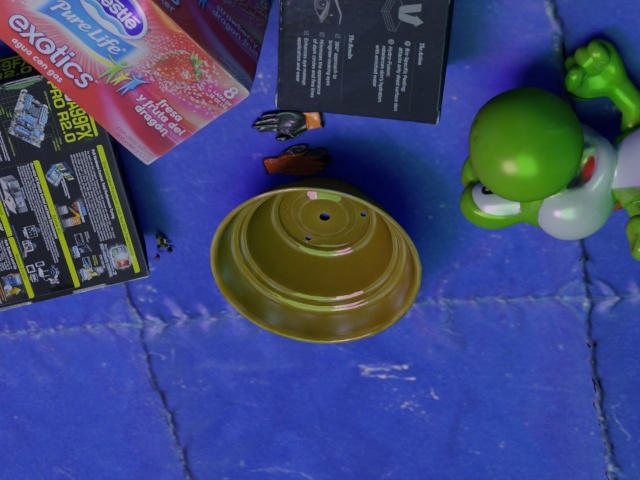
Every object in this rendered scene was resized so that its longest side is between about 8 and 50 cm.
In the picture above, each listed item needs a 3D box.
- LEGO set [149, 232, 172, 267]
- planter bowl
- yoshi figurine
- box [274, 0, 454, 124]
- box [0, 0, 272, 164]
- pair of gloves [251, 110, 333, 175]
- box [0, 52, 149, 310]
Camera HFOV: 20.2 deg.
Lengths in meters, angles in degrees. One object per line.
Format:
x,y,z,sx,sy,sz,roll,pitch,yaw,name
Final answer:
-0.201,0.014,1.951,0.083,0.023,0.054,-12,132,2,LEGO set
0.000,0.000,1.856,0.217,0.090,0.217,5,133,5,planter bowl
0.292,-0.084,1.683,0.362,0.203,0.203,-9,114,19,yoshi figurine
0.042,-0.201,1.665,0.158,0.093,0.156,7,132,4,box
-0.201,-0.236,1.633,0.142,0.154,0.300,-32,119,31,box
-0.029,-0.098,1.825,0.074,0.010,0.083,-4,130,13,pair of gloves
-0.308,-0.057,1.824,0.216,0.060,0.270,-14,127,-1,box
